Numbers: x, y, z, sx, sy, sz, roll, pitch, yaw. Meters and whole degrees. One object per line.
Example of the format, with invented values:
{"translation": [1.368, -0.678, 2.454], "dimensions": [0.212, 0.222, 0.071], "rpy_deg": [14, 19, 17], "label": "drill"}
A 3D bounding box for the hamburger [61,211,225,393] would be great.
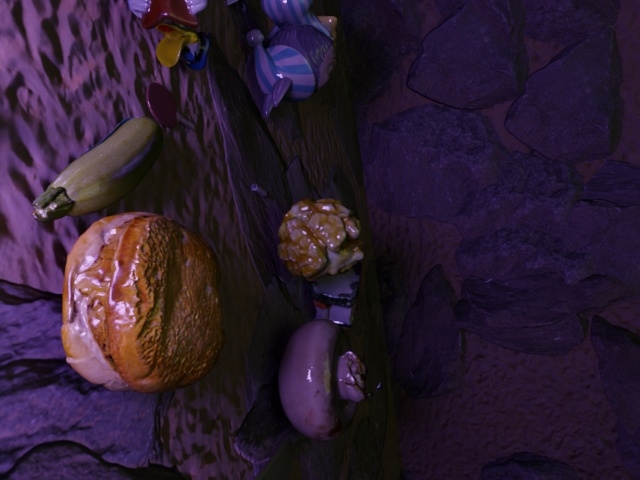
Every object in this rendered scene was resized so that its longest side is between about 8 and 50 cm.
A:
{"translation": [-0.272, 0.099, 0.735], "dimensions": [0.314, 0.170, 0.290], "rpy_deg": [37, 52, -67], "label": "hamburger"}

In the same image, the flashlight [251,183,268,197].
{"translation": [-0.183, -0.150, 1.345], "dimensions": [0.083, 0.018, 0.018], "rpy_deg": [29, 54, -69], "label": "flashlight"}

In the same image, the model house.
{"translation": [0.056, 0.251, 1.757], "dimensions": [0.271, 0.190, 0.301], "rpy_deg": [-72, 165, -60], "label": "model house"}

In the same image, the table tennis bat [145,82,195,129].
{"translation": [-0.325, -0.281, 0.966], "dimensions": [0.156, 0.013, 0.087], "rpy_deg": [27, 56, -67], "label": "table tennis bat"}

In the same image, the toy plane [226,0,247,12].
{"translation": [-0.233, -0.792, 1.323], "dimensions": [0.160, 0.082, 0.234], "rpy_deg": [114, -22, -71], "label": "toy plane"}

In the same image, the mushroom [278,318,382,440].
{"translation": [0.034, 0.420, 1.362], "dimensions": [0.362, 0.294, 0.363], "rpy_deg": [-7, 90, -70], "label": "mushroom"}

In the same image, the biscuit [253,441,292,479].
{"translation": [-0.144, 0.645, 1.151], "dimensions": [0.322, 0.038, 0.099], "rpy_deg": [-16, 96, -71], "label": "biscuit"}

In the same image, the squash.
{"translation": [-0.344, -0.113, 0.726], "dimensions": [0.341, 0.094, 0.095], "rpy_deg": [-76, 153, -53], "label": "squash"}

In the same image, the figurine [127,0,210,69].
{"translation": [-0.285, -0.486, 0.890], "dimensions": [0.338, 0.204, 0.284], "rpy_deg": [78, -12, -57], "label": "figurine"}

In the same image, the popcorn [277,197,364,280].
{"translation": [-0.003, 0.002, 1.429], "dimensions": [0.279, 0.274, 0.335], "rpy_deg": [-43, 177, -24], "label": "popcorn"}

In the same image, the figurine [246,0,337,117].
{"translation": [-0.090, -0.580, 1.382], "dimensions": [0.361, 0.266, 0.378], "rpy_deg": [59, 31, -54], "label": "figurine"}
